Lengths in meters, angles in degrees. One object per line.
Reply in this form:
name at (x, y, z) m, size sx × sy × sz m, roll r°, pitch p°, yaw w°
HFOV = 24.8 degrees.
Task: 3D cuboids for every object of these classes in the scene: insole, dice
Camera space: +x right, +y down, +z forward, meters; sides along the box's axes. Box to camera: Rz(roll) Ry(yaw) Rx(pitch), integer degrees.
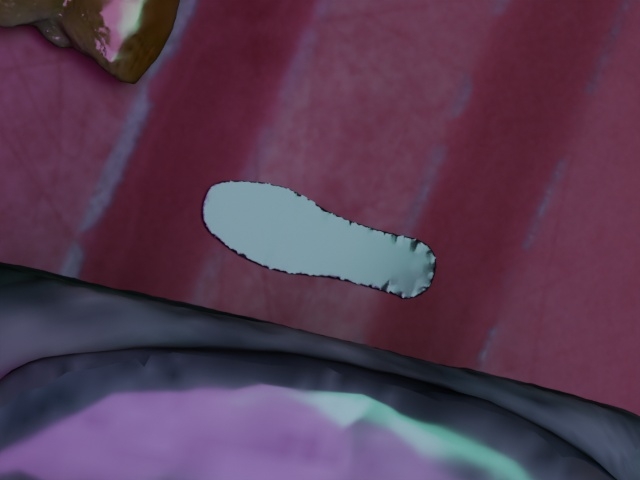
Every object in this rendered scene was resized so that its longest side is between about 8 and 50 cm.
insole at (0.000, 0.000, 0.790) m, size 0.135 × 0.002 × 0.045 m, roll 16°, pitch 87°, yaw -12°
dice at (-0.049, 0.194, 0.602) m, size 0.328 × 0.348 × 0.330 m, roll 13°, pitch 85°, yaw -11°

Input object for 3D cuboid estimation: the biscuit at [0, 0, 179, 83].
biscuit at (-0.199, -0.200, 0.727) m, size 0.299 × 0.045 × 0.154 m, roll 21°, pitch 83°, yaw -12°
